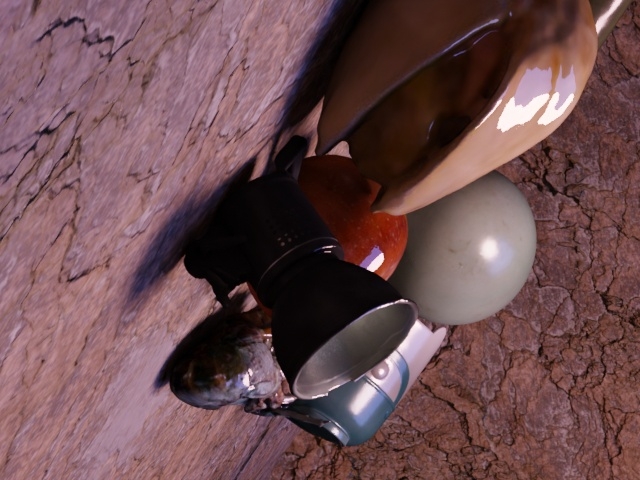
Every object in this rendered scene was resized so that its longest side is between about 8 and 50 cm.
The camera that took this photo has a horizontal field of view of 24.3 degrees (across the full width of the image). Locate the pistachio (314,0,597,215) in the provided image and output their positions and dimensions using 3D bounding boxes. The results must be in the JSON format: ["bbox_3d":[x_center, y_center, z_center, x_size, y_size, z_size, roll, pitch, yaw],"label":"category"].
[{"bbox_3d":[0.135,-0.171,1.515,0.321,0.229,0.238,-45,180,7],"label":"pistachio"}]

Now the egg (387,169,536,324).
[{"bbox_3d":[0.238,0.008,2.619,0.276,0.276,0.389,-54,174,-14],"label":"egg"}]

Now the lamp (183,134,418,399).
[{"bbox_3d":[-0.033,0.026,1.463,0.172,0.227,0.147,-26,154,-24],"label":"lamp"}]

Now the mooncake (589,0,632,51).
[{"bbox_3d":[0.316,-0.370,1.833,0.356,0.194,0.356,-58,176,-6],"label":"mooncake"}]

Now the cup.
[{"bbox_3d":[0.034,0.196,2.493,0.257,0.219,0.290,-54,-157,-14],"label":"cup"}]

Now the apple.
[{"bbox_3d":[0.000,0.000,1.655,0.201,0.162,0.201,-44,173,-6],"label":"apple"}]

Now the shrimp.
[{"bbox_3d":[-0.058,0.161,1.859,0.137,0.172,0.372,-24,174,32],"label":"shrimp"}]
